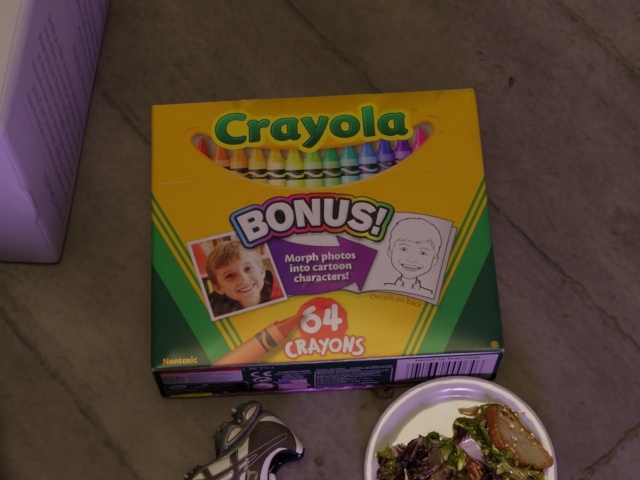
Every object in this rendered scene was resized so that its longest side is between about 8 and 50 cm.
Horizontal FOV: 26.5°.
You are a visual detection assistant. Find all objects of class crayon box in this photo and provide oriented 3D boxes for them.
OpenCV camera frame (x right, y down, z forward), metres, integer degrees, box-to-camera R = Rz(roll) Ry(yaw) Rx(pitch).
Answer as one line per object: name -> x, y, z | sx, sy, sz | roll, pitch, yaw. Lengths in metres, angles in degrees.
crayon box -> 0.000, 0.000, 1.477 | 0.363, 0.106, 0.313 | -3, 66, -1

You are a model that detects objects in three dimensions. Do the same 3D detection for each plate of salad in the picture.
plate of salad -> 0.144, 0.236, 1.393 | 0.200, 0.048, 0.200 | 0, 76, 1

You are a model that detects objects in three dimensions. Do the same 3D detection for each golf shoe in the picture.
golf shoe -> -0.093, 0.261, 1.381 | 0.094, 0.077, 0.198 | 31, 71, 13

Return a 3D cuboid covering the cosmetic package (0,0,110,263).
cosmetic package -> -0.429, -0.225, 1.459 | 0.327, 0.329, 0.393 | 5, 66, 2
